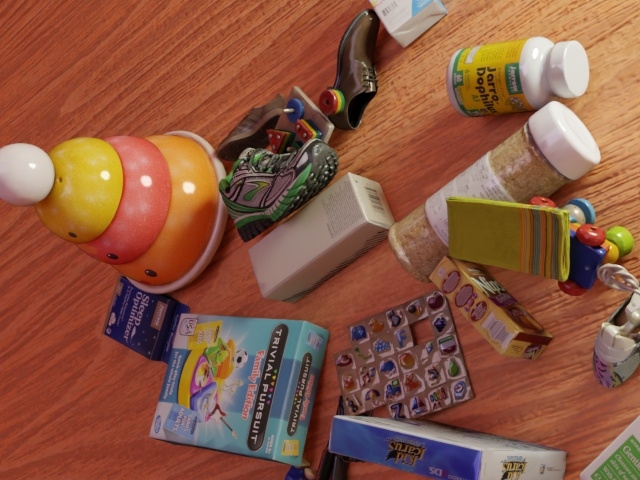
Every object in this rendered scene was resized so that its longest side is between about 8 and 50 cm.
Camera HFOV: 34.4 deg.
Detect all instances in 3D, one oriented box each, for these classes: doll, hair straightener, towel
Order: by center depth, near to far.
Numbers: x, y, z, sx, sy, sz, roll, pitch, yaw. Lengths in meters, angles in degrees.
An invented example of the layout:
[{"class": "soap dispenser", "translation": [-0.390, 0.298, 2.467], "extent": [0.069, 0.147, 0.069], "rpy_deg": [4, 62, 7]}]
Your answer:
[{"class": "towel", "translation": [0.272, -0.006, 1.532], "extent": [0.237, 0.021, 0.102], "rpy_deg": [12, 106, 53]}, {"class": "hair straightener", "translation": [0.054, 0.359, 1.812], "extent": [0.089, 0.047, 0.231], "rpy_deg": [15, 86, 35]}, {"class": "doll", "translation": [-0.067, 0.488, 1.878], "extent": [0.129, 0.046, 0.189], "rpy_deg": [33, 99, 41]}]

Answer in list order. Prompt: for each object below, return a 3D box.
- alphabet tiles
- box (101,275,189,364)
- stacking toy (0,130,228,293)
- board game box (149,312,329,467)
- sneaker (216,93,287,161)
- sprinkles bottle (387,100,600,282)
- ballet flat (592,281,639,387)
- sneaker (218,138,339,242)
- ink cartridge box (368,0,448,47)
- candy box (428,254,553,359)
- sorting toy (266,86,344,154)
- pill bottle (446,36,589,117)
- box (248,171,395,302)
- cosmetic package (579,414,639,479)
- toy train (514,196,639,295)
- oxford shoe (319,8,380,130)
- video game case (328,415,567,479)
[{"class": "alphabet tiles", "translation": [0.132, 0.212, 1.768], "extent": [0.237, 0.009, 0.198], "rpy_deg": [-25, 65, 26]}, {"class": "box", "translation": [-0.379, 0.171, 2.227], "extent": [0.225, 0.036, 0.137], "rpy_deg": [19, 93, 40]}, {"class": "stacking toy", "translation": [-0.451, -0.093, 2.049], "extent": [0.350, 0.479, 0.351], "rpy_deg": [-11, 73, 39]}, {"class": "board game box", "translation": [-0.158, 0.274, 1.955], "extent": [0.336, 0.079, 0.254], "rpy_deg": [-1, 70, 41]}, {"class": "sneaker", "translation": [-0.133, -0.226, 2.093], "extent": [0.188, 0.066, 0.071], "rpy_deg": [-28, 47, 28]}, {"class": "sprinkles bottle", "translation": [0.271, -0.072, 1.657], "extent": [0.355, 0.121, 0.121], "rpy_deg": [-38, 58, 29]}, {"class": "ballet flat", "translation": [0.450, 0.114, 1.489], "extent": [0.077, 0.079, 0.222], "rpy_deg": [43, 109, 35]}, {"class": "sneaker", "translation": [-0.094, -0.109, 1.890], "extent": [0.146, 0.134, 0.343], "rpy_deg": [54, 144, -5]}, {"class": "ink cartridge box", "translation": [0.141, -0.454, 1.884], "extent": [0.104, 0.061, 0.181], "rpy_deg": [-36, 59, 16]}, {"class": "candy box", "translation": [0.267, 0.105, 1.631], "extent": [0.187, 0.109, 0.053], "rpy_deg": [47, 112, 36]}, {"class": "sorting toy", "translation": [-0.052, -0.194, 1.964], "extent": [0.132, 0.046, 0.275], "rpy_deg": [51, 132, 32]}, {"class": "pill bottle", "translation": [0.317, -0.263, 1.662], "extent": [0.208, 0.117, 0.118], "rpy_deg": [0, 80, 40]}, {"class": "box", "translation": [0.000, 0.000, 1.895], "extent": [0.275, 0.094, 0.113], "rpy_deg": [-35, 59, 31]}, {"class": "cosmetic package", "translation": [0.542, 0.258, 1.330], "extent": [0.366, 0.155, 0.197], "rpy_deg": [-54, 49, 20]}, {"class": "toy train", "translation": [0.411, 0.019, 1.510], "extent": [0.248, 0.143, 0.105], "rpy_deg": [35, 126, 35]}, {"class": "oxford shoe", "translation": [0.078, -0.311, 1.910], "extent": [0.096, 0.082, 0.227], "rpy_deg": [28, 111, 39]}, {"class": "video game case", "translation": [0.192, 0.318, 1.559], "extent": [0.269, 0.244, 0.061], "rpy_deg": [5, 85, 42]}]
